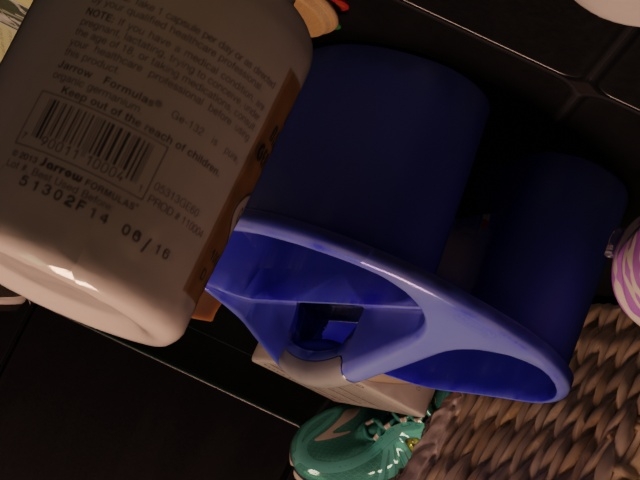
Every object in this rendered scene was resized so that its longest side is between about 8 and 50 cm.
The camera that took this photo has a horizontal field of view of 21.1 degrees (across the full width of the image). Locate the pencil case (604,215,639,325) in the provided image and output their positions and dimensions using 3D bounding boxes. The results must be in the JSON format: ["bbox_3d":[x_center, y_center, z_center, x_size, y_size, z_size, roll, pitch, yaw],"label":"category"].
[{"bbox_3d":[0.217,0.001,0.888,0.086,0.088,0.206,33,169,-1],"label":"pencil case"}]

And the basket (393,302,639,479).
[{"bbox_3d":[0.238,0.256,1.272,0.328,0.331,0.266,39,162,-18],"label":"basket"}]

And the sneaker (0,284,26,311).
[{"bbox_3d":[-0.408,-0.080,1.377,0.447,0.257,0.169,27,168,-9],"label":"sneaker"}]

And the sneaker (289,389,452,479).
[{"bbox_3d":[0.100,0.169,1.630,0.275,0.107,0.110,-14,150,4],"label":"sneaker"}]

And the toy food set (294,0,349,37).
[{"bbox_3d":[-0.024,-0.137,0.943,0.082,0.020,0.083,11,161,47],"label":"toy food set"}]

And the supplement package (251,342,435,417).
[{"bbox_3d":[0.033,0.089,1.576,0.105,0.105,0.179,29,168,-24],"label":"supplement package"}]

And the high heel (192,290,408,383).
[{"bbox_3d":[0.000,0.000,1.406,0.377,0.181,0.127,19,129,-34],"label":"high heel"}]

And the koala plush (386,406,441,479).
[{"bbox_3d":[0.172,0.203,1.474,0.221,0.196,0.203,39,-174,-32],"label":"koala plush"}]

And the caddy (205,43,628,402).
[{"bbox_3d":[0.031,0.011,1.088,0.241,0.179,0.341,29,167,-22],"label":"caddy"}]

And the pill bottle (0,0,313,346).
[{"bbox_3d":[-0.078,-0.078,0.803,0.131,0.229,0.131,24,167,6],"label":"pill bottle"}]

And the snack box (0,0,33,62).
[{"bbox_3d":[-0.190,-0.143,1.149,0.187,0.060,0.322,26,168,-3],"label":"snack box"}]

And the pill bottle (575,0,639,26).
[{"bbox_3d":[0.069,-0.151,0.468,0.121,0.121,0.216,17,165,33],"label":"pill bottle"}]
